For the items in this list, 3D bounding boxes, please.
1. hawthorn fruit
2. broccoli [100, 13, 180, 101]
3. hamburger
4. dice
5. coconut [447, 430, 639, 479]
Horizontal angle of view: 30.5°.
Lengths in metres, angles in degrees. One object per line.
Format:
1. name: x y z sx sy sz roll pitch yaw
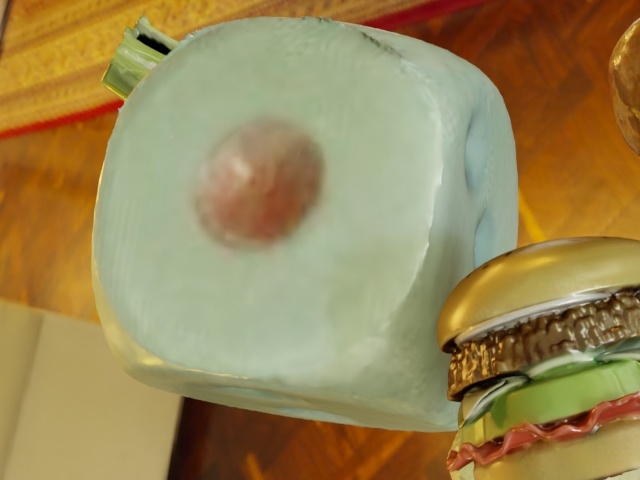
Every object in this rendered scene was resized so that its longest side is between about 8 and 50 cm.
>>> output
1. hawthorn fruit: 0.326 -0.117 1.020 0.149 0.149 0.189 6 116 57
2. broccoli: -0.093 -0.082 1.263 0.249 0.302 0.375 92 -158 -53
3. hamburger: 0.140 0.068 0.660 0.175 0.175 0.136 -32 67 47
4. dice: 0.000 0.000 0.913 0.265 0.262 0.268 3 75 22
5. coconut: 0.195 0.188 0.965 0.153 0.147 0.147 -33 45 11
